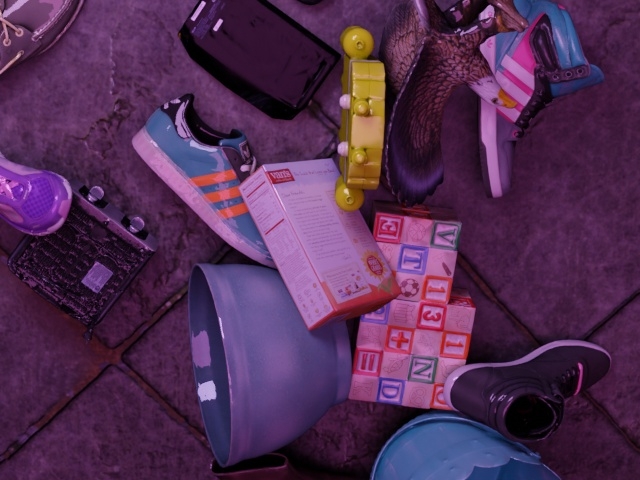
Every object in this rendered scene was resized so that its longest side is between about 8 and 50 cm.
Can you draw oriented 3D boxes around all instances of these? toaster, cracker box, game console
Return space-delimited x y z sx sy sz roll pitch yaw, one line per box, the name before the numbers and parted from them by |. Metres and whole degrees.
toaster | -0.352 0.022 1.514 0.168 0.110 0.186 37 101 -9
cracker box | 0.000 0.000 1.444 0.067 0.155 0.232 -37 73 38
game console | -0.027 -0.362 1.452 0.213 0.044 0.361 35 103 -11

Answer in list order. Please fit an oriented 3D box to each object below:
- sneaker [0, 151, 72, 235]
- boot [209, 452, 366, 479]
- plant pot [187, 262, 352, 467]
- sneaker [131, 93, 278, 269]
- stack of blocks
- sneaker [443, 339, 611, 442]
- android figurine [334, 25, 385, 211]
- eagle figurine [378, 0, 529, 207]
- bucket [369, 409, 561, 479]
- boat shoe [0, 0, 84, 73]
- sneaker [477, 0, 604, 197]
sneaker | -0.455 -0.079 1.432 0.236 0.104 0.095 22 86 28
boot | -0.037 0.381 1.575 0.248 0.207 0.090 -2 60 5
plant pot | -0.070 0.166 1.486 0.196 0.293 0.293 -7 106 -16
sneaker | -0.128 -0.086 1.490 0.302 0.108 0.121 43 105 -10
stack of blocks | 0.144 0.099 1.556 0.171 0.087 0.297 7 105 -3
sneaker | 0.346 0.232 1.529 0.295 0.147 0.105 -8 111 -24
android figurine | 0.050 -0.164 1.387 0.056 0.273 0.248 2 106 -1
eagle figurine | 0.154 -0.219 1.343 0.225 0.226 0.298 53 126 13
bucket | 0.215 0.401 1.554 0.281 0.183 0.281 -8 114 -18
boat shoe | -0.461 -0.287 1.437 0.305 0.091 0.109 -34 103 8
sneaker | 0.314 -0.208 1.464 0.178 0.124 0.296 0 104 9
